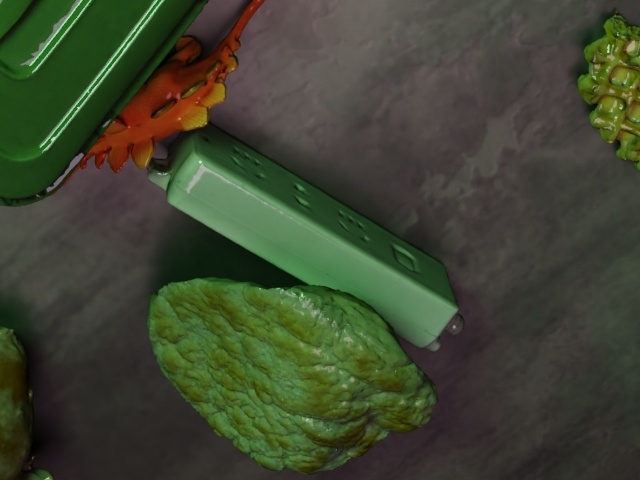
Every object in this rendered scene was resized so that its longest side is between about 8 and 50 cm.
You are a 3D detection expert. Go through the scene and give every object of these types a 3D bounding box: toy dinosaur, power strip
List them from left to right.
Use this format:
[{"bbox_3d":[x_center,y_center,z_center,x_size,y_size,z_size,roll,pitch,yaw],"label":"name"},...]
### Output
[{"bbox_3d":[-0.130,-0.116,1.259,0.288,0.117,0.070,-35,114,17],"label":"toy dinosaur"},{"bbox_3d":[0.000,0.000,1.341,0.338,0.098,0.058,31,109,-19],"label":"power strip"}]

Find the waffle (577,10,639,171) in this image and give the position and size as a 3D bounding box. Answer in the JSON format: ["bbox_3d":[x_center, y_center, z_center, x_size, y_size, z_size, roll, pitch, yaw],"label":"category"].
[{"bbox_3d":[0.319,-0.130,1.325,0.160,0.046,0.192,-32,116,15],"label":"waffle"}]

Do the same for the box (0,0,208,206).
[{"bbox_3d":[-0.234,-0.222,1.116,0.253,0.178,0.328,37,93,-36],"label":"box"}]

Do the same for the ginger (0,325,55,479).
[{"bbox_3d":[-0.391,0.142,1.349,0.375,0.176,0.256,38,94,-21],"label":"ginger"}]

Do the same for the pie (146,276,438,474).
[{"bbox_3d":[-0.037,0.111,1.342,0.257,0.105,0.274,36,146,-18],"label":"pie"}]
